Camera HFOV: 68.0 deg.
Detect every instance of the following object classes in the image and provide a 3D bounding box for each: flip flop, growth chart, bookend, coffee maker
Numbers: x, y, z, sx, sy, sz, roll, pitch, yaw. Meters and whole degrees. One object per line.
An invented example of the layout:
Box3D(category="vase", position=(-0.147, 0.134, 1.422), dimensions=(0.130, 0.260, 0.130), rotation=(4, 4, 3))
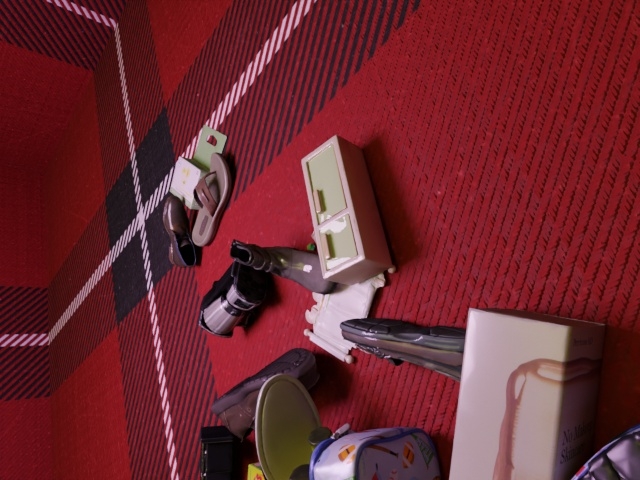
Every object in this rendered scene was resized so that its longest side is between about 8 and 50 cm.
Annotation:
Box3D(category="flip flop", position=(-0.326, -0.115, 1.352), dimensions=(0.112, 0.080, 0.276), rotation=(35, 110, 45))
Box3D(category="growth chart", position=(0.046, 0.122, 0.955), dimensions=(0.172, 0.021, 0.237), rotation=(34, 108, 45))
Box3D(category="bookend", position=(-0.247, 0.531, 1.118), dimensions=(0.156, 0.073, 0.157), rotation=(143, 127, -72))
Box3D(category="coffee maker", position=(-0.214, 0.123, 1.164), dimensions=(0.178, 0.120, 0.171), rotation=(-45, 53, 32))

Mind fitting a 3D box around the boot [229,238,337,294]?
Box3D(category="boot", position=(-0.085, 0.052, 0.987), dimensions=(0.247, 0.161, 0.083), rotation=(14, 92, 54))

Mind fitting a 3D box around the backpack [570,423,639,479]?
Box3D(category="backpack", position=(0.371, 0.304, 0.438), dimensions=(0.263, 0.213, 0.276), rotation=(44, 109, 31))

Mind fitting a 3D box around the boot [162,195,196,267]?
Box3D(category="boot", position=(-0.408, -0.022, 1.411), dimensions=(0.106, 0.082, 0.219), rotation=(15, 113, 50))

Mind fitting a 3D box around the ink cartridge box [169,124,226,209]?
Box3D(category="ink cartridge box", position=(-0.376, -0.229, 1.447), dimensions=(0.171, 0.056, 0.234), rotation=(34, 110, 45))

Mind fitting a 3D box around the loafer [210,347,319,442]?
Box3D(category="loafer", position=(-0.104, 0.342, 1.026), dimensions=(0.130, 0.134, 0.366), rotation=(55, 136, 5))

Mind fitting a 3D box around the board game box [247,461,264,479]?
Box3D(category="board game box", position=(-0.088, 0.549, 1.013), dimensions=(0.181, 0.043, 0.092), rotation=(-4, 81, 47))

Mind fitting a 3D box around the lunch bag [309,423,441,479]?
Box3D(category="lunch bag", position=(0.086, 0.426, 0.696), dimensions=(0.115, 0.243, 0.303), rotation=(-21, 68, 38))

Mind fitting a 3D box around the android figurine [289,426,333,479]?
Box3D(category="android figurine", position=(0.026, 0.455, 0.776), dimensions=(0.056, 0.248, 0.272), rotation=(-12, 108, 22))

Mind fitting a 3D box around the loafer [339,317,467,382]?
Box3D(category="loafer", position=(0.140, 0.184, 0.796), dimensions=(0.268, 0.096, 0.084), rotation=(-1, 94, 44))

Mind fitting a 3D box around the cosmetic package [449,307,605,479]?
Box3D(category="cosmetic package", position=(0.263, 0.242, 0.608), dimensions=(0.129, 0.153, 0.295), rotation=(5, 88, 46))

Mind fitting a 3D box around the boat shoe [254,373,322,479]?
Box3D(category="boat shoe", position=(-0.054, 0.397, 0.877), dimensions=(0.113, 0.127, 0.339), rotation=(1, 113, 64))

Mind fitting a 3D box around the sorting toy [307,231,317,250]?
Box3D(category="sorting toy", position=(0.000, 0.000, 1.031), dimensions=(0.083, 0.012, 0.062), rotation=(-55, 49, 25))

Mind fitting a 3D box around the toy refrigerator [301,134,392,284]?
Box3D(category="toy refrigerator", position=(0.043, -0.060, 0.917), dimensions=(0.102, 0.094, 0.269), rotation=(-29, 60, 35))
